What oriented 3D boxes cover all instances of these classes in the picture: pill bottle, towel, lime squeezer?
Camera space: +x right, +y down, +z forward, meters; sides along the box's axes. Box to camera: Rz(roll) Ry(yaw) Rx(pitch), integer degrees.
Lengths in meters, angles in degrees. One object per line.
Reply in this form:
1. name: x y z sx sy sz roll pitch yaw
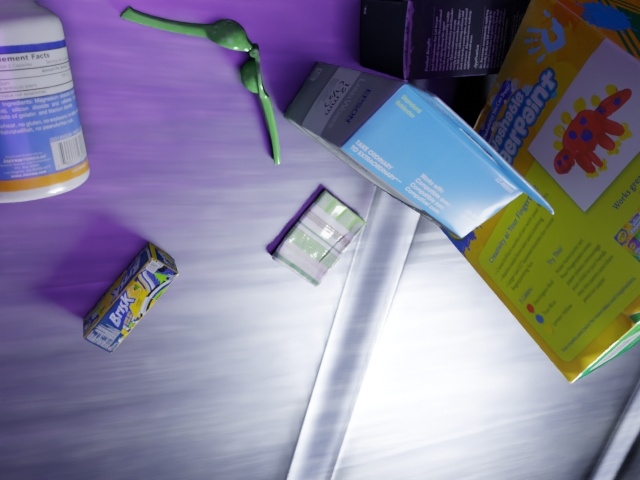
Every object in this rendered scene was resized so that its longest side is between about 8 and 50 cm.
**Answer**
1. pill bottle: -0.379 -0.195 0.671 0.152 0.152 0.272 -10 116 -18
2. towel: 0.000 0.000 0.986 0.113 0.023 0.152 35 96 -31
3. lime squeezer: -0.126 -0.241 0.808 0.110 0.059 0.310 -46 122 2

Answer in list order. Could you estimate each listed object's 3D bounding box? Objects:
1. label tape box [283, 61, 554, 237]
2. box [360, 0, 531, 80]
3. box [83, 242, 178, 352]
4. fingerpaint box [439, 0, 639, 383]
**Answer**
1. label tape box: 0.118 -0.120 0.790 0.249 0.348 0.115 32 99 -30
2. box: 0.182 -0.312 0.845 0.206 0.153 0.108 -9 116 -17
3. box: -0.300 0.090 0.884 0.169 0.059 0.054 -48 122 4
4. fingerpaint box: 0.391 -0.073 0.809 0.163 0.371 0.445 -19 146 -25
